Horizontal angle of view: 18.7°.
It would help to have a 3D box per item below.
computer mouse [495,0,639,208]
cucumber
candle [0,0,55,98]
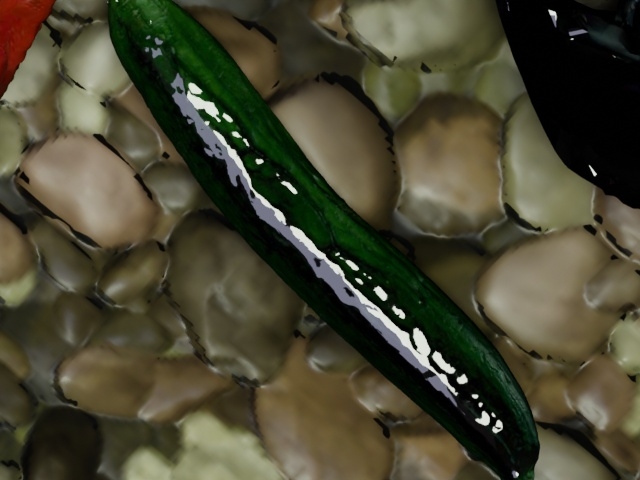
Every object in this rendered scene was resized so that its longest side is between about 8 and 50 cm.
[{"bbox_3d":[0.159,-0.038,0.475,0.242,0.077,0.146,15,113,9],"label":"computer mouse"},{"bbox_3d":[0.000,0.000,0.558,0.184,0.033,0.036,47,140,-6],"label":"cucumber"},{"bbox_3d":[-0.101,-0.074,0.539,0.084,0.059,0.301,13,123,-27],"label":"candle"}]
